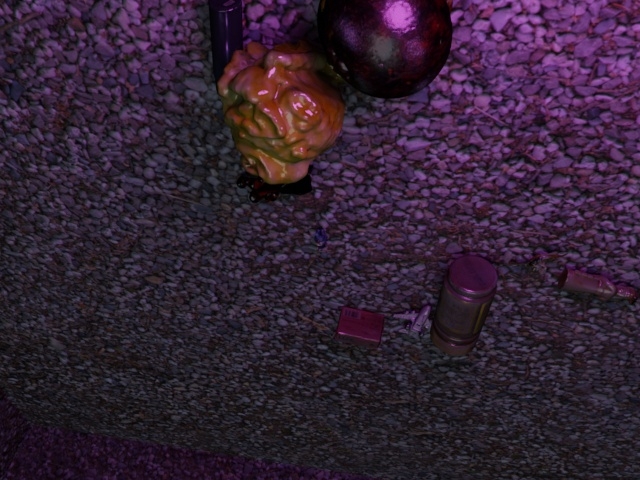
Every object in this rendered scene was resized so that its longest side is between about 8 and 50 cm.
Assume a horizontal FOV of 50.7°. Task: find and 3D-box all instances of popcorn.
[{"bbox_3d":[-0.089,-0.297,1.470,0.311,0.312,0.312,8,140,6],"label":"popcorn"}]

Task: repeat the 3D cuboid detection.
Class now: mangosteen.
[{"bbox_3d":[0.135,-0.421,1.305,0.287,0.288,0.288,8,140,6],"label":"mangosteen"}]

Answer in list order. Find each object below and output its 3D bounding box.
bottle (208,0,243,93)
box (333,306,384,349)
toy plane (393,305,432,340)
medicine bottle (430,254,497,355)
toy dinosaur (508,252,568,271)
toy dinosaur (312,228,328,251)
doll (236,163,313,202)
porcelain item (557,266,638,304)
[{"bbox_3d":[-0.211,-0.431,1.520,0.082,0.072,0.245,40,148,27],"label":"bottle"},{"bbox_3d":[0.130,0.289,2.232,0.156,0.111,0.060,13,141,3],"label":"box"},{"bbox_3d":[0.318,0.267,2.195,0.162,0.066,0.171,26,144,2],"label":"toy plane"},{"bbox_3d":[0.424,0.195,2.011,0.151,0.151,0.323,9,140,5],"label":"medicine bottle"},{"bbox_3d":[0.618,0.061,1.892,0.180,0.037,0.058,-23,133,36],"label":"toy dinosaur"},{"bbox_3d":[0.000,0.000,1.980,0.030,0.047,0.083,-3,139,20],"label":"toy dinosaur"},{"bbox_3d":[-0.113,-0.167,1.798,0.127,0.088,0.248,20,154,-41],"label":"doll"},{"bbox_3d":[0.789,0.130,1.912,0.213,0.054,0.084,13,143,2],"label":"porcelain item"}]
